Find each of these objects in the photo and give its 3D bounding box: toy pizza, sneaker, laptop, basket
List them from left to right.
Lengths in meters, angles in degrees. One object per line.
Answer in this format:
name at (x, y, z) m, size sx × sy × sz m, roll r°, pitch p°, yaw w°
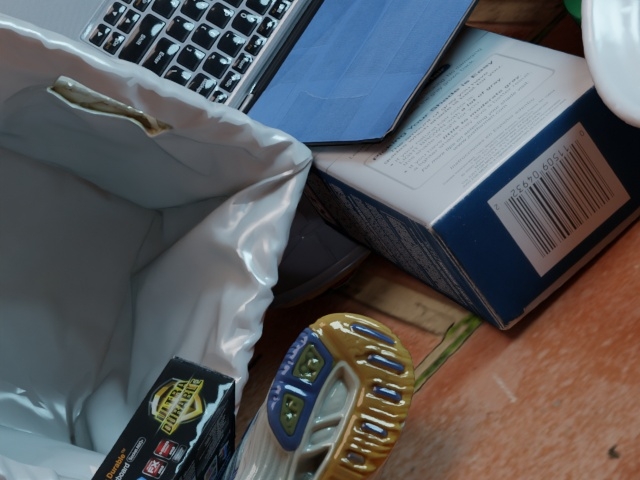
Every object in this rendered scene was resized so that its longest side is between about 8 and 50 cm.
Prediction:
basket at (-0.234, 0.032, 1.387) m, size 0.266 × 0.328 × 0.331 m, roll -10°, pitch 61°, yaw 66°
sneaker at (-0.030, 0.192, 1.139) m, size 0.296 × 0.112 × 0.131 m, roll -56°, pitch -5°, yaw -19°
laptop at (-0.033, -0.289, 1.473) m, size 0.382 × 0.408 × 0.236 m, roll -57°, pitch -7°, yaw -17°
toy pizza at (0.000, 0.000, 1.546) m, size 0.201 × 0.032 × 0.201 m, roll -29°, pitch 24°, yaw 14°

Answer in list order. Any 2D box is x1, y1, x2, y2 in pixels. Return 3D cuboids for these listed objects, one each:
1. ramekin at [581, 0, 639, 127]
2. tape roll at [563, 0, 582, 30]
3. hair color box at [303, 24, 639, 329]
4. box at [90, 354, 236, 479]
ramekin at (0.293, -0.183, 1.097) m, size 0.277 × 0.135 × 0.277 m, roll -46°, pitch 35°, yaw 47°
tape roll at (0.341, -0.251, 1.385) m, size 0.321 × 0.077 × 0.321 m, roll -37°, pitch 20°, yaw 16°
hair color box at (0.102, -0.065, 1.352) m, size 0.174 × 0.105 × 0.347 m, roll -40°, pitch 24°, yaw -7°
box at (-0.121, 0.210, 1.151) m, size 0.175 × 0.051 × 0.220 m, roll 93°, pitch -159°, yaw -46°
